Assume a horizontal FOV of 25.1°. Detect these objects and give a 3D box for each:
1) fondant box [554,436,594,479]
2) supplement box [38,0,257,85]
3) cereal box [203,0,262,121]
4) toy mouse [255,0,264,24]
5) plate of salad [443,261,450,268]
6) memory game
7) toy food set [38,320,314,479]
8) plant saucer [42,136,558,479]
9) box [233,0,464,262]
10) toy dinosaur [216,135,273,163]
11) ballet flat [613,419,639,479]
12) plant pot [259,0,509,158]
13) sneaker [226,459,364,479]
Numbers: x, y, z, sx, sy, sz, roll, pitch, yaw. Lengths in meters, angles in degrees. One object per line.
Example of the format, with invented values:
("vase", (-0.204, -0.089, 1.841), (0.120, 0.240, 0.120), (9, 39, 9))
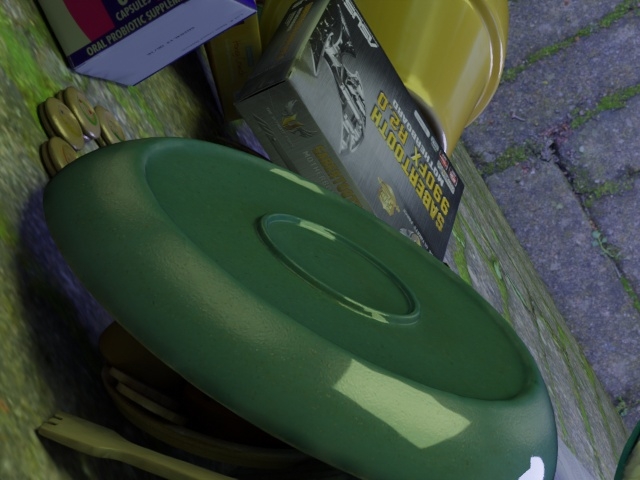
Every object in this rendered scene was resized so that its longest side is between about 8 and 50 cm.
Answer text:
("fondant box", (0.214, 0.284, 1.371), (0.330, 0.096, 0.238), (47, 19, -47))
("supplement box", (-0.152, -0.231, 0.978), (0.220, 0.111, 0.114), (62, 13, 6))
("cereal box", (-0.098, -0.246, 1.234), (0.173, 0.047, 0.240), (82, -9, -58))
("toy mouse", (-0.067, -0.267, 1.558), (0.161, 0.031, 0.143), (115, -49, -87))
("plate of salad", (0.150, 0.070, 1.703), (0.200, 0.048, 0.200), (56, 13, -20))
("memory game", (-0.114, -0.013, 0.881), (0.186, 0.012, 0.186), (57, 12, -20))
("toy food set", (-0.052, 0.073, 0.721), (0.132, 0.038, 0.192), (19, 12, 5))
("plant saucer", (0.002, 0.028, 0.784), (0.318, 0.043, 0.317), (29, 17, -10))
("box", (0.032, -0.077, 1.203), (0.231, 0.056, 0.183), (57, 30, -22))
("toy dinosaur", (0.000, 0.000, 1.203), (0.211, 0.064, 0.112), (65, 14, 16))
("ballet flat", (0.278, 0.292, 1.158), (0.147, 0.147, 0.409), (58, 42, -18))
("plant pot", (0.053, -0.163, 1.411), (0.254, 0.254, 0.239), (55, 29, -29))
("sneaker", (0.019, 0.183, 0.762), (0.150, 0.135, 0.366), (71, 19, -2))
